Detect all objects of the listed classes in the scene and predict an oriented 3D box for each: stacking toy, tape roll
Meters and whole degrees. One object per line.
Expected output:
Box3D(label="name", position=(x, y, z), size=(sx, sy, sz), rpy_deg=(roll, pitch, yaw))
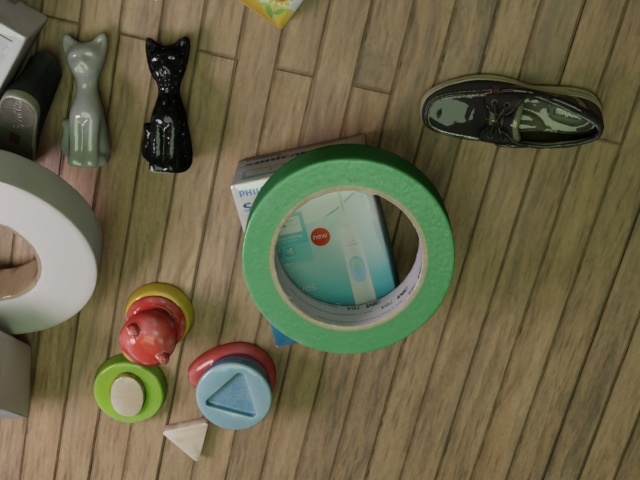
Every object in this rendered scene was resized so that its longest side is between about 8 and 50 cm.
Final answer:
Box3D(label="stacking toy", position=(-0.250, 0.261, 1.980), size=(0.309, 0.130, 0.279), rpy_deg=(33, 111, -11))
Box3D(label="tape roll", position=(-0.545, 0.007, 1.837), size=(0.392, 0.072, 0.392), rpy_deg=(1, 137, 1))
Box3D(label="tape roll", position=(0.042, 0.015, 1.751), size=(0.321, 0.077, 0.321), rpy_deg=(0, 113, 1))

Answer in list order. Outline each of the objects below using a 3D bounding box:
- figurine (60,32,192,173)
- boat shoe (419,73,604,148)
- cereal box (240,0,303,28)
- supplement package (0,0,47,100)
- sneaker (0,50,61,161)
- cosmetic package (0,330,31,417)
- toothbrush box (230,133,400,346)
Box3D(label="figurine", position=(-0.307, -0.221, 1.804), size=(0.215, 0.092, 0.209), rpy_deg=(4, 106, 2))
Box3D(label="boat shoe", position=(0.297, -0.193, 1.771), size=(0.285, 0.092, 0.102), rpy_deg=(5, 114, 1))
Box3D(label="cereal box", position=(-0.057, -0.458, 1.698), size=(0.173, 0.047, 0.240), rpy_deg=(35, 111, -12))
Box3D(label="supplement package", position=(-0.546, -0.262, 1.762), size=(0.139, 0.134, 0.244), rpy_deg=(31, 112, -11))
Box3D(label="sneaker", position=(-0.465, -0.195, 1.826), size=(0.083, 0.118, 0.222), rpy_deg=(28, 142, -10))
Box3D(label="cosmetic package", position=(-0.629, 0.223, 1.918), size=(0.224, 0.224, 0.138), rpy_deg=(-2, 74, 4))
Box3D(label="toothbrush box", position=(0.000, 0.000, 1.855), size=(0.216, 0.126, 0.295), rpy_deg=(-11, 111, 7))
